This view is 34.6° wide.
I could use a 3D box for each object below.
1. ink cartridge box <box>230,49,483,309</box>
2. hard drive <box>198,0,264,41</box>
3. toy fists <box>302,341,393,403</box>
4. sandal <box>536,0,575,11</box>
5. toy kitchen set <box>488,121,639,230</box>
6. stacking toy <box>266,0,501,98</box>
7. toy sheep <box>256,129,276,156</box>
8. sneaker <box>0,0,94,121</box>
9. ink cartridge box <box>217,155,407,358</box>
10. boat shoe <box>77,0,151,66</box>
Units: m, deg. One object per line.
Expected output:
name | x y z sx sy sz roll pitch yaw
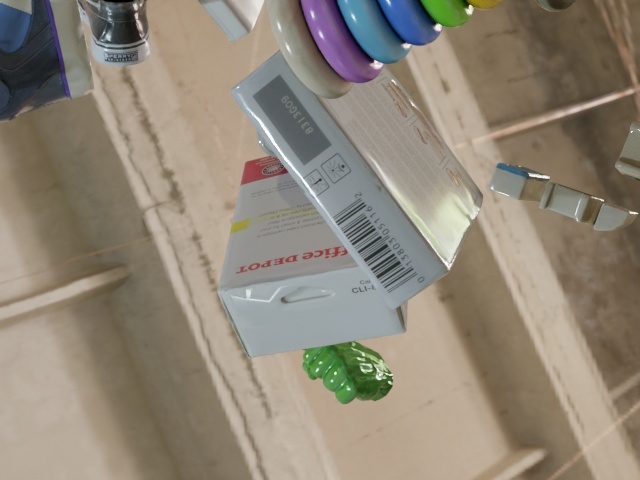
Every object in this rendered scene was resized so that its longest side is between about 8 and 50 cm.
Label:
ink cartridge box | 0.067 -0.113 1.294 0.308 0.091 0.385 52 -160 -3
hard drive | -0.199 -0.493 1.516 0.353 0.047 0.233 49 -145 -29
toy fists | 0.007 0.179 1.821 0.142 0.096 0.279 26 -158 -50
sandal | 0.281 -0.295 1.010 0.072 0.180 0.049 21 -151 -31
toy kitchen set | 0.385 -0.116 1.515 0.122 0.207 0.166 0 -69 -63
stacking toy | 0.119 -0.255 0.964 0.141 0.330 0.141 46 -147 -42
toy sheep | -0.073 -0.187 1.802 0.091 0.091 0.132 59 -163 -14
sneaker | -0.391 -0.282 1.102 0.236 0.130 0.322 -14 -73 -11
ink cartridge box | 0.000 0.000 1.749 0.384 0.279 0.160 -83 -22 -52
boat shoe | -0.302 -0.353 1.462 0.113 0.306 0.105 -4 -57 -10
